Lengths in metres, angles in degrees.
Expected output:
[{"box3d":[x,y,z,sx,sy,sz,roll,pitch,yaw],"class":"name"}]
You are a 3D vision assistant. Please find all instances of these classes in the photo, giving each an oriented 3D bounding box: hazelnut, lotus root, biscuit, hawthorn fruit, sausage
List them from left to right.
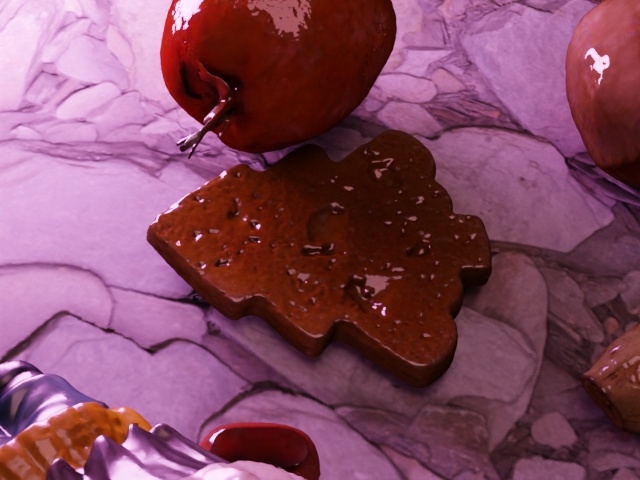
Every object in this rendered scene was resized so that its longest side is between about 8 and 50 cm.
[{"box3d":[-0.047,0.164,0.792,0.094,0.054,0.059,4,48,-6],"class":"sausage"},{"box3d":[-0.051,-0.172,0.987,0.211,0.211,0.299,21,45,9],"class":"hawthorn fruit"},{"box3d":[0.000,0.001,0.950,0.302,0.043,0.278,6,50,-2],"class":"biscuit"},{"box3d":[0.341,-0.141,1.046,0.214,0.176,0.214,24,45,-27],"class":"hazelnut"},{"box3d":[0.340,0.095,0.889,0.259,0.097,0.110,-16,56,-17],"class":"lotus root"}]

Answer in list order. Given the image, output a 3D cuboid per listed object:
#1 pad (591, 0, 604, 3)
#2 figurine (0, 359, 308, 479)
[{"box3d":[0.390,-0.321,1.320,0.235,0.003,0.158,21,49,9],"class":"pad"},{"box3d":[-0.121,0.182,0.664,0.332,0.204,0.185,36,56,22],"class":"figurine"}]
